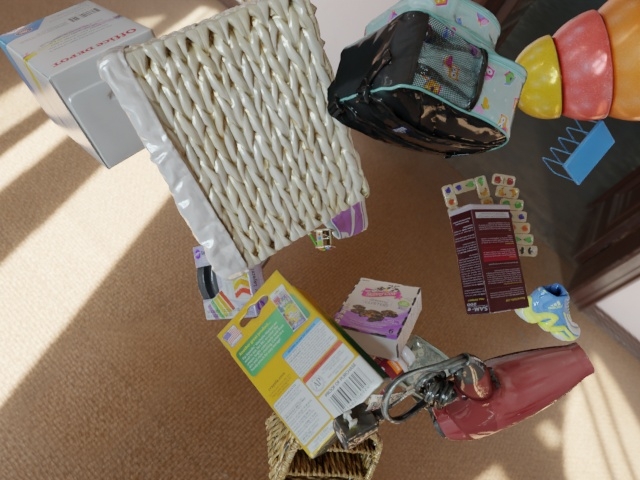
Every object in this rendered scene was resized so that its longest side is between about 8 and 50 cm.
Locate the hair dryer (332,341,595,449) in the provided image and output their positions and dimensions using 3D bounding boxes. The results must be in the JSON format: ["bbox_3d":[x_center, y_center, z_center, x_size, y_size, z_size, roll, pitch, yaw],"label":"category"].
[{"bbox_3d":[0.171,0.167,0.459,0.294,0.223,0.080,-9,63,-23],"label":"hair dryer"}]

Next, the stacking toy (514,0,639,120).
[{"bbox_3d":[0.618,-0.425,1.109,0.480,0.350,0.350,-9,46,21],"label":"stacking toy"}]

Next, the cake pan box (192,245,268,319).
[{"bbox_3d":[-0.282,0.117,1.344,0.070,0.267,0.245,-8,89,-49],"label":"cake pan box"}]

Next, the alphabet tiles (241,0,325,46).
[{"bbox_3d":[-0.079,-0.451,0.897,0.198,0.237,0.009,35,83,-9],"label":"alphabet tiles"}]

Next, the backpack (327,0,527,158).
[{"bbox_3d":[0.124,-0.170,0.481,0.188,0.166,0.144,21,84,-25],"label":"backpack"}]

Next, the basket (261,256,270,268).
[{"bbox_3d":[-0.293,0.096,1.608,0.154,0.204,0.227,58,40,-17],"label":"basket"}]

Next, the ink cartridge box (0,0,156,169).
[{"bbox_3d":[-0.438,-0.312,0.853,0.198,0.197,0.270,-40,55,-23],"label":"ink cartridge box"}]

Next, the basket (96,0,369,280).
[{"bbox_3d":[-0.128,-0.178,0.685,0.266,0.331,0.328,-26,30,-8],"label":"basket"}]

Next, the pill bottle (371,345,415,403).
[{"bbox_3d":[0.153,0.314,1.040,0.152,0.086,0.086,-39,76,-19],"label":"pill bottle"}]

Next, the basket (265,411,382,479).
[{"bbox_3d":[0.026,0.567,1.180,0.299,0.213,0.223,23,34,-29],"label":"basket"}]

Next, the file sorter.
[{"bbox_3d":[0.820,-0.290,1.390,0.118,0.170,0.104,30,10,-35],"label":"file sorter"}]

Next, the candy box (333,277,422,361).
[{"bbox_3d":[0.137,0.181,1.041,0.165,0.070,0.196,7,33,27],"label":"candy box"}]

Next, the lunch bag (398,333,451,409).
[{"bbox_3d":[0.328,0.415,1.322,0.287,0.235,0.169,36,82,-2],"label":"lunch bag"}]

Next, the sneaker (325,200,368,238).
[{"bbox_3d":[0.067,-0.142,1.502,0.161,0.102,0.282,-21,102,-29],"label":"sneaker"}]

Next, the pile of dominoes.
[{"bbox_3d":[0.442,-0.047,1.117,0.196,0.040,0.251,-17,93,1],"label":"pile of dominoes"}]

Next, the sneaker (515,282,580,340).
[{"bbox_3d":[0.651,0.192,1.182,0.240,0.126,0.091,21,27,-24],"label":"sneaker"}]

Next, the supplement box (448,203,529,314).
[{"bbox_3d":[0.380,0.041,0.982,0.130,0.073,0.239,-1,79,-28],"label":"supplement box"}]

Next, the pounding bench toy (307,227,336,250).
[{"bbox_3d":[0.000,0.000,1.363,0.052,0.083,0.065,13,72,-70],"label":"pounding bench toy"}]

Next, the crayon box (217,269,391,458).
[{"bbox_3d":[-0.041,0.243,0.904,0.323,0.203,0.083,43,3,26],"label":"crayon box"}]
